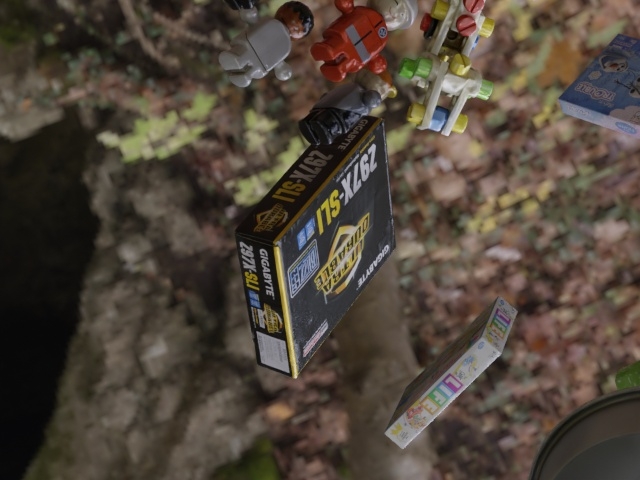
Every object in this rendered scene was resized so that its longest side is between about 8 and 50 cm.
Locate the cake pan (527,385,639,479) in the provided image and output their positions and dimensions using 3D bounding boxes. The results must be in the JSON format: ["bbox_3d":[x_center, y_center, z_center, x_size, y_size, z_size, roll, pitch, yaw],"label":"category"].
[{"bbox_3d":[0.335,0.276,1.473,0.293,0.293,0.054,-31,-169,29],"label":"cake pan"}]

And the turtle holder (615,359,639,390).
[{"bbox_3d":[0.512,0.127,1.819,0.243,0.227,0.320,-30,170,-19],"label":"turtle holder"}]

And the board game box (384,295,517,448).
[{"bbox_3d":[0.132,0.133,1.572,0.154,0.026,0.103,-48,-178,27],"label":"board game box"}]

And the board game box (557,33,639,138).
[{"bbox_3d":[0.266,-0.133,1.328,0.090,0.090,0.020,-47,134,-18],"label":"board game box"}]

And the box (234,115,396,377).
[{"bbox_3d":[0.000,0.000,2.274,0.322,0.079,0.257,-50,144,-40],"label":"box"}]

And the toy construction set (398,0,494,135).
[{"bbox_3d":[0.227,-0.322,2.295,0.327,0.151,0.215,-53,-165,17],"label":"toy construction set"}]

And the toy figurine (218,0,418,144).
[{"bbox_3d":[-0.003,-0.240,1.786,0.148,0.213,0.209,-44,159,-27],"label":"toy figurine"}]
